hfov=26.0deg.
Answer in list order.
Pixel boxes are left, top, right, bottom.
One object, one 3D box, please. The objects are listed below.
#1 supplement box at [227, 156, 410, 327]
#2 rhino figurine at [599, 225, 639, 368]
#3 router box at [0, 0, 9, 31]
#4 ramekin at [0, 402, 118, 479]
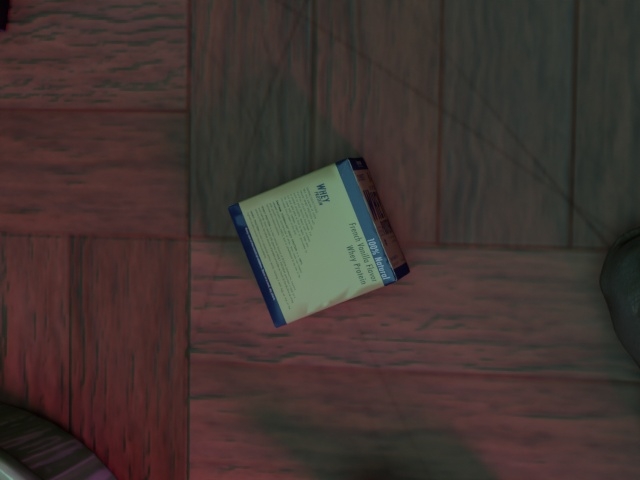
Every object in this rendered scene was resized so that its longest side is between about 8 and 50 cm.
[{"bbox_3d":[0.000,0.000,0.874,0.083,0.056,0.083,-22,89,12],"label":"supplement box"},{"bbox_3d":[0.245,0.091,0.824,0.106,0.073,0.243,-20,91,8],"label":"rhino figurine"},{"bbox_3d":[-0.310,-0.306,0.902,0.243,0.081,0.309,10,96,11],"label":"router box"},{"bbox_3d":[-0.251,0.247,0.896,0.303,0.148,0.303,1,94,12],"label":"ramekin"}]
